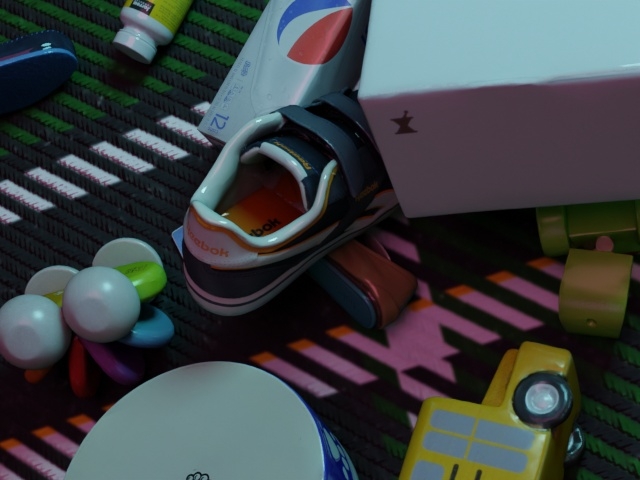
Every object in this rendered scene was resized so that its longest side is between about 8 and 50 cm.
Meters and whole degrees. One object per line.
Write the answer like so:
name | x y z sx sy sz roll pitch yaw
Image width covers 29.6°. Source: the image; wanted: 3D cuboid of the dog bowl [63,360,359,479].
dog bowl | -0.100 0.246 1.090 0.264 0.104 0.265 -11 53 15

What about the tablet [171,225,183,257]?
tablet | -0.112 -0.008 1.268 0.083 0.006 0.054 -32 66 7

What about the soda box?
soda box | -0.008 -0.202 1.246 0.091 0.098 0.286 26 82 24

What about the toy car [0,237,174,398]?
toy car | -0.227 0.088 1.215 0.182 0.159 0.136 -22 102 10

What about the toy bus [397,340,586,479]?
toy bus | 0.126 0.248 1.017 0.130 0.108 0.333 9 63 24

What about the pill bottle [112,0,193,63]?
pill bottle | -0.181 -0.256 1.339 0.065 0.065 0.116 23 82 23

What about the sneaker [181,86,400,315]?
sneaker | 0.002 -0.067 1.126 0.126 0.127 0.321 34 60 21

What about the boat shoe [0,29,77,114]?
boat shoe | -0.400 -0.191 1.370 0.258 0.109 0.089 -18 65 10

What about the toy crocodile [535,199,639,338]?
toy crocodile | 0.256 -0.078 1.126 0.115 0.105 0.341 -7 66 17

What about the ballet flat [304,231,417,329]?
ballet flat | 0.000 0.000 1.204 0.073 0.080 0.232 -37 65 -27

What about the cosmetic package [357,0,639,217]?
cosmetic package | 0.183 -0.251 1.091 0.230 0.161 0.453 -4 52 17
